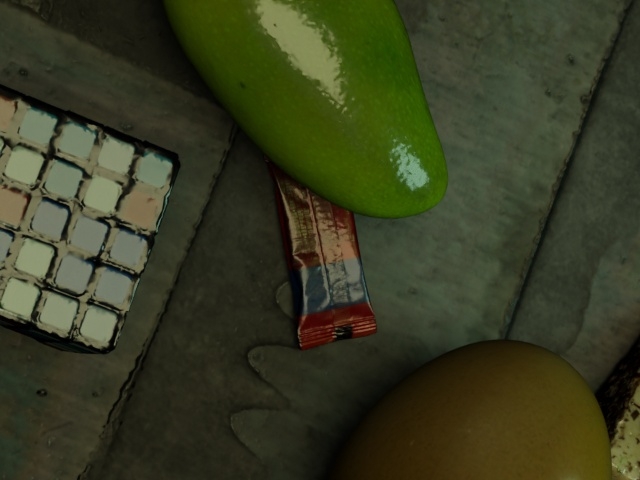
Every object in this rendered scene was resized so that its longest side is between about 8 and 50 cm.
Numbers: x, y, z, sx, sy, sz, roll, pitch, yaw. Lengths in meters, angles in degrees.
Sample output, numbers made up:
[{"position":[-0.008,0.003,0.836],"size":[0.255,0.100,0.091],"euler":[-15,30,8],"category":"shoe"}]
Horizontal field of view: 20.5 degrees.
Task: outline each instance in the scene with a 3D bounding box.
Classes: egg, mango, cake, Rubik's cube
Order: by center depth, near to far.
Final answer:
[{"position":[-0.250,-0.014,1.522],"size":[0.182,0.187,0.184],"euler":[22,80,-16],"category":"Rubik's cube"},{"position":[0.136,0.238,1.613],"size":[0.250,0.250,0.322],"euler":[37,67,-15],"category":"egg"},{"position":[-0.002,-0.163,1.619],"size":[0.192,0.156,0.343],"euler":[-40,100,-16],"category":"mango"},{"position":[0.344,0.171,1.743],"size":[0.112,0.135,0.246],"euler":[44,77,-12],"category":"cake"}]

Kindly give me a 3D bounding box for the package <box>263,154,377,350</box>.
[{"position":[0.000,0.000,1.689],"size":[0.083,0.022,0.200],"euler":[-10,92,-18],"category":"package"}]
